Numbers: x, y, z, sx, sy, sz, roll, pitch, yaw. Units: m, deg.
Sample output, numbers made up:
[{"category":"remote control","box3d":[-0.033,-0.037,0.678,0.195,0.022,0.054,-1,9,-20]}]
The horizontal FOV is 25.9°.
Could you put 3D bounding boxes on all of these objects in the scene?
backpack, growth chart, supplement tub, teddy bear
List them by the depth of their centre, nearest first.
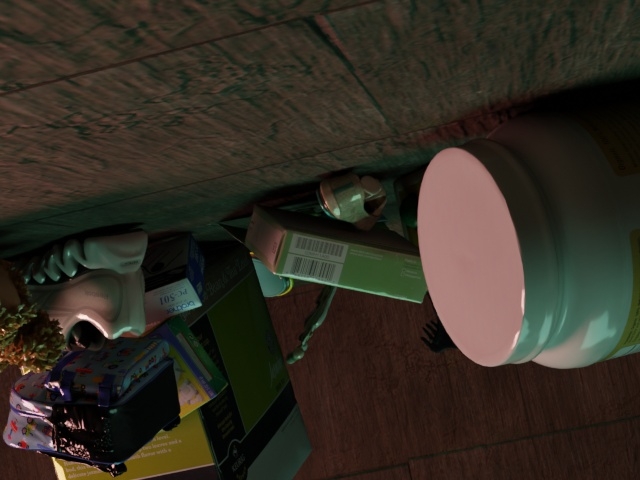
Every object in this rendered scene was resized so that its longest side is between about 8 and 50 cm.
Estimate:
[{"category":"supplement tub","box3d":[0.268,-0.013,1.242,0.316,0.228,0.228,-10,175,-20]},{"category":"teddy bear","box3d":[-0.370,0.088,1.355,0.245,0.113,0.338,4,168,-30]},{"category":"backpack","box3d":[-0.259,0.172,1.524,0.173,0.116,0.158,3,-161,23]},{"category":"growth chart","box3d":[0.008,0.069,1.922,0.021,0.237,0.172,26,165,-2]}]

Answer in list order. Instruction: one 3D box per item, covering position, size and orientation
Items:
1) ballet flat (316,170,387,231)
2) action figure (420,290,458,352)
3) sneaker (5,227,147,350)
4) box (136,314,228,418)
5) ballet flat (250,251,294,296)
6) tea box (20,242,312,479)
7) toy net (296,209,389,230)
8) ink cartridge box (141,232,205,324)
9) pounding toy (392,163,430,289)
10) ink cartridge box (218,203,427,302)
[{"category":"ballet flat","box3d":[0.043,-0.041,1.417,0.052,0.057,0.168,-27,174,12]},{"category":"action figure","box3d":[0.170,0.019,1.856,0.141,0.275,0.164,27,-132,31]},{"category":"sneaker","box3d":[-0.282,0.067,1.498,0.110,0.118,0.292,-11,178,-39]},{"category":"box","box3d":[-0.208,0.174,1.613,0.179,0.105,0.043,-35,-177,24]},{"category":"ballet flat","box3d":[-0.099,0.046,2.149,0.077,0.077,0.231,-35,-167,-35]},{"category":"tea box","box3d":[-0.191,0.207,1.815,0.220,0.323,0.329,-13,-171,17]},{"category":"toy net","box3d":[0.016,-0.013,1.757,0.122,0.045,0.232,-12,176,-3]},{"category":"ink cartridge box","box3d":[-0.237,0.066,1.614,0.207,0.046,0.097,-20,-149,11]},{"category":"pounding toy","box3d":[0.163,0.002,1.459,0.094,0.181,0.206,-10,175,-20]},{"category":"ink cartridge box","box3d":[0.000,0.000,1.507,0.171,0.056,0.235,11,-169,-21]}]
